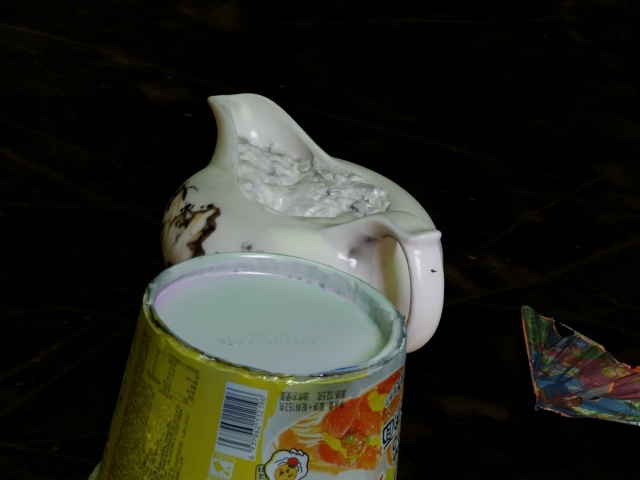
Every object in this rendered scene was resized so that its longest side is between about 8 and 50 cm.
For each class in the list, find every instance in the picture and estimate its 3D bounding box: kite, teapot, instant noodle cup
[{"bbox_3d":[0.224,0.110,1.374,0.241,0.014,0.183,27,27,32],"label":"kite"},{"bbox_3d":[0.000,0.000,1.372,0.208,0.165,0.300,5,13,-37],"label":"teapot"},{"bbox_3d":[-0.039,0.107,1.129,0.205,0.153,0.205,6,26,-3],"label":"instant noodle cup"}]
